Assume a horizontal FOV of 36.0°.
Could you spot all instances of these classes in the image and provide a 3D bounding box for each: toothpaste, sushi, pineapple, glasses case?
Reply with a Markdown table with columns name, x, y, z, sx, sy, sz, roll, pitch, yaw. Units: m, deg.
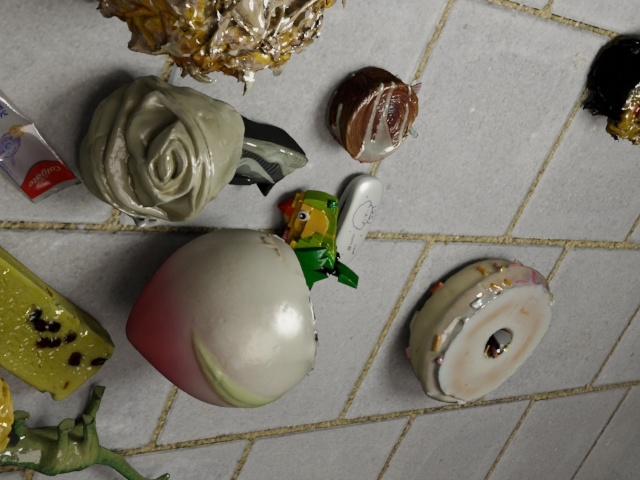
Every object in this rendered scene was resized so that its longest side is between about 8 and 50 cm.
| name | x | y | z | sx | sy | sz | roll | pitch | yaw |
| --- | --- | --- | --- | --- | --- | --- | --- | --- | --- |
| toothpaste | -0.424 | -0.149 | 1.305 | 0.075 | 0.048 | 0.301 | -43 | 143 | -9 |
| sushi | 0.675 | -0.293 | 2.020 | 0.213 | 0.204 | 0.200 | -18 | 138 | -22 |
| pineapple | -0.126 | -0.362 | 1.197 | 0.352 | 0.300 | 0.352 | -25 | 143 | -21 |
| glasses case | 0.056 | -0.033 | 1.820 | 0.076 | 0.049 | 0.197 | 1 | 122 | -41 |

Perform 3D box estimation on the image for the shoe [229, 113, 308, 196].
| name | x | y | z | sx | sy | sz | roll | pitch | yaw |
| --- | --- | --- | --- | --- | --- | --- | --- | --- | --- |
| shoe | -0.122 | -0.131 | 1.551 | 0.227 | 0.099 | 0.112 | 10 | 123 | -46 |

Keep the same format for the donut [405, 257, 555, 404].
| name | x | y | z | sx | sy | sz | roll | pitch | yaw |
| --- | --- | --- | --- | --- | --- | --- | --- | --- | --- |
| donut | 0.353 | 0.195 | 2.203 | 0.382 | 0.142 | 0.383 | -24 | 137 | -25 |

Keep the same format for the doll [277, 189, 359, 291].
| name | x | y | z | sx | sy | sz | roll | pitch | yaw |
| --- | --- | --- | --- | --- | --- | --- | --- | --- | --- |
| doll | -0.009 | 0.000 | 1.740 | 0.134 | 0.106 | 0.186 | -2 | 118 | 10 |

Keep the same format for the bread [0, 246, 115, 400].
| name | x | y | z | sx | sy | sz | roll | pitch | yaw |
| --- | --- | --- | --- | --- | --- | --- | --- | --- | --- |
| bread | -0.454 | 0.122 | 1.484 | 0.138 | 0.077 | 0.361 | -43 | 141 | -4 |

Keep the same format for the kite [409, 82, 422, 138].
| name | x | y | z | sx | sy | sz | roll | pitch | yaw |
| --- | --- | --- | --- | --- | --- | --- | --- | --- | --- |
| kite | 0.144 | -0.225 | 1.768 | 0.152 | 0.005 | 0.137 | 23 | 108 | -50 |

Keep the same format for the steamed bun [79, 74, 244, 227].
| name | x | y | z | sx | sy | sz | roll | pitch | yaw |
| --- | --- | --- | --- | --- | --- | --- | --- | --- | --- |
| steamed bun | -0.224 | -0.113 | 1.380 | 0.218 | 0.144 | 0.211 | 24 | 105 | -14 |

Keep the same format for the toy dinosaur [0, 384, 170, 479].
| name | x | y | z | sx | sy | sz | roll | pitch | yaw |
| --- | --- | --- | --- | --- | --- | --- | --- | --- | --- |
| toy dinosaur | -0.452 | 0.396 | 1.731 | 0.447 | 0.087 | 0.301 | -12 | 137 | -32 |

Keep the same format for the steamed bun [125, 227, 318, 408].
| name | x | y | z | sx | sy | sz | roll | pitch | yaw |
| --- | --- | --- | --- | --- | --- | --- | --- | --- | --- |
| steamed bun | -0.171 | 0.131 | 1.595 | 0.309 | 0.309 | 0.309 | -23 | 136 | -25 |

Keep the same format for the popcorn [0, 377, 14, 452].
| name | x | y | z | sx | sy | sz | roll | pitch | yaw |
| --- | --- | --- | --- | --- | --- | --- | --- | --- | --- |
| popcorn | -0.535 | 0.263 | 1.491 | 0.163 | 0.140 | 0.194 | 3 | 123 | -37 |

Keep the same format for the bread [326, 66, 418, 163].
| name | x | y | z | sx | sy | sz | roll | pitch | yaw |
| --- | --- | --- | --- | --- | --- | --- | --- | --- | --- |
| bread | 0.087 | -0.212 | 1.675 | 0.160 | 0.073 | 0.161 | -23 | 136 | -24 |
